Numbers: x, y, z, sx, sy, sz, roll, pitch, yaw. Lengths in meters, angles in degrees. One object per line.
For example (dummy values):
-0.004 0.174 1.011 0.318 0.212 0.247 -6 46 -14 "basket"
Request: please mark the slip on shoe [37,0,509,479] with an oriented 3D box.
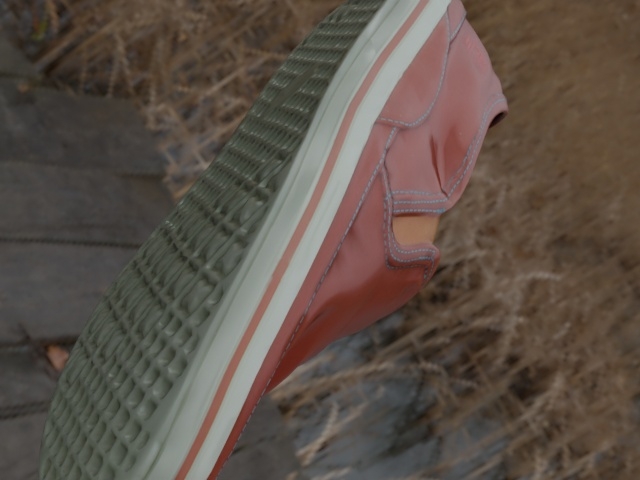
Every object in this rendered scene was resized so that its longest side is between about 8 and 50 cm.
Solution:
0.000 0.000 0.535 0.101 0.123 0.331 49 43 -16 "slip on shoe"
